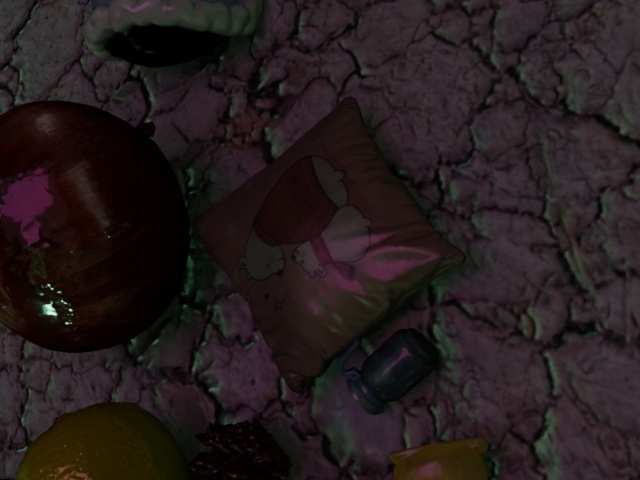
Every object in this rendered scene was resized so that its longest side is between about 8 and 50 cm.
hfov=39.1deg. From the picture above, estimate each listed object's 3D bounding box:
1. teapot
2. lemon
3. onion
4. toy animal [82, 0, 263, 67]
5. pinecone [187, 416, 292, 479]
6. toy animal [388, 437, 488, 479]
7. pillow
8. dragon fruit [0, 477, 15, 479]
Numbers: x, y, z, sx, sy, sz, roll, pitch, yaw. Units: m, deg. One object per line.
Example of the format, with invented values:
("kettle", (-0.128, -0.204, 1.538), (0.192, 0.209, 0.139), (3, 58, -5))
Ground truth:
("teapot", (0.061, 0.117, 0.822), (0.083, 0.064, 0.049), (-44, 39, 15))
("lemon", (-0.207, 0.258, 0.883), (0.178, 0.178, 0.203), (-37, 73, 18))
("onion", (-0.271, -0.010, 0.954), (0.276, 0.276, 0.276), (-9, 72, 30))
("toy animal", (-0.184, -0.304, 1.042), (0.208, 0.156, 0.204), (-4, 78, 27))
("pinecone", (-0.075, 0.227, 0.864), (0.102, 0.102, 0.109), (8, 105, 33))
("toy animal", (0.111, 0.249, 0.755), (0.083, 0.070, 0.159), (-13, 75, 27))
("pillow", (0.000, 0.000, 0.881), (0.223, 0.084, 0.236), (-42, 61, 14))
("dragon fruit", (-0.358, 0.336, 1.021), (0.097, 0.063, 0.131), (-9, 72, 30))
